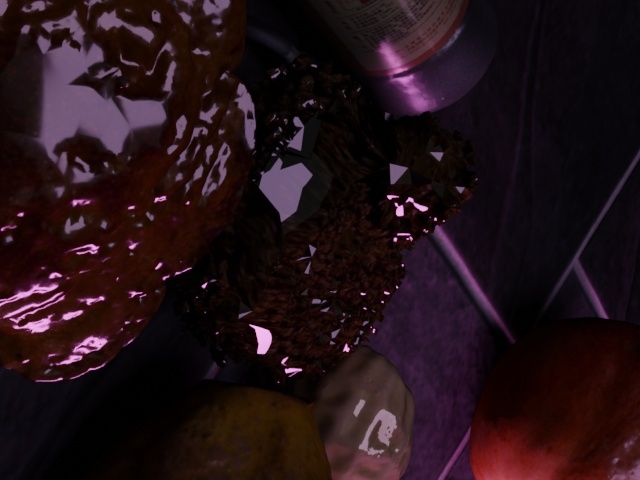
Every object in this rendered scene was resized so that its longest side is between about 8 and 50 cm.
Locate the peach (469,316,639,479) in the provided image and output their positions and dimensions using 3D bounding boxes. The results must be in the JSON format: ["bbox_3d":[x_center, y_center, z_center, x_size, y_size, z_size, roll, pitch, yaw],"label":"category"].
[{"bbox_3d":[0.276,0.177,1.335,0.256,0.232,0.232,-43,140,-14],"label":"peach"}]

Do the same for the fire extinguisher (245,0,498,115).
[{"bbox_3d":[-0.021,-0.184,0.824,0.200,0.113,0.376,-58,145,-9],"label":"fire extinguisher"}]

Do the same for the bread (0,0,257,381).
[{"bbox_3d":[-0.154,-0.065,0.664,0.232,0.135,0.247,18,109,-36],"label":"bread"}]

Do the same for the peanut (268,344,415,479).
[{"bbox_3d":[-0.010,0.213,1.073,0.136,0.120,0.298,-35,145,-73],"label":"peanut"}]

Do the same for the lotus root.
[{"bbox_3d":[-0.100,0.223,0.930,0.193,0.193,0.291,30,88,-55],"label":"lotus root"}]

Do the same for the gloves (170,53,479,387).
[{"bbox_3d":[-0.003,-0.007,0.863,0.210,0.135,0.312,-49,170,6],"label":"gloves"}]
